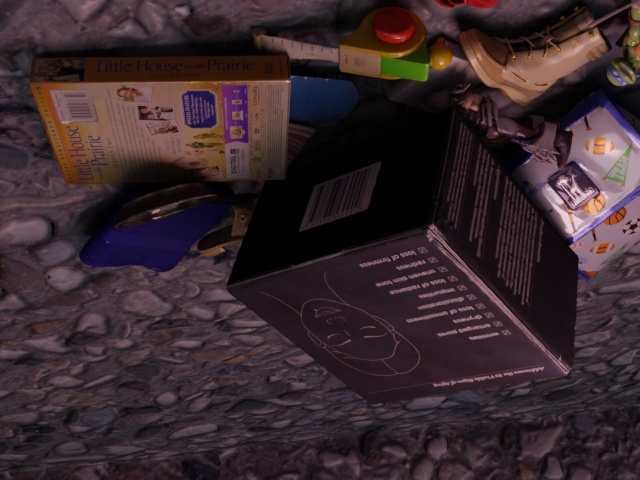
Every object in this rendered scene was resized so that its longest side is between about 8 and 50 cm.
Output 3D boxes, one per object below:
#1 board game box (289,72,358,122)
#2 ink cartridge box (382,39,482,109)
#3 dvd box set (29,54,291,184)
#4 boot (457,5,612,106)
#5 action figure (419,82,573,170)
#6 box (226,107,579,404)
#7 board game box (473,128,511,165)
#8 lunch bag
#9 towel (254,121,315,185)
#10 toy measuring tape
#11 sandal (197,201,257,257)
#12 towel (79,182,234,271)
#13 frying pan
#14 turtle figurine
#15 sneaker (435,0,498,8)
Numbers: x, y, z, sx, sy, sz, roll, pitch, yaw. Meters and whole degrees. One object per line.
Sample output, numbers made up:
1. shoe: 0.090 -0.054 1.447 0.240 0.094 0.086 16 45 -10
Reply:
1. board game box: -0.017 -0.268 1.575 0.169 0.033 0.133 3 153 -13
2. ink cartridge box: 0.221 -0.302 1.601 0.145 0.045 0.179 -33 162 33
3. dvd box set: -0.266 -0.205 1.529 0.421 0.062 0.307 -2 151 -4
4. boot: 0.376 -0.340 1.504 0.203 0.095 0.262 -29 149 31
5. action figure: 0.316 -0.214 1.590 0.285 0.099 0.185 15 -176 -10
6. box: 0.170 0.062 1.674 0.480 0.297 0.472 -17 132 38
7. board game box: 0.310 -0.175 1.819 0.170 0.048 0.141 -12 149 0
8. lunch bag: 0.558 -0.116 1.806 0.328 0.239 0.385 -40 135 25
9. towel: -0.113 -0.173 1.708 0.144 0.029 0.197 7 146 -29
10. toy measuring tape: 0.058 -0.340 1.438 0.330 0.121 0.121 11 151 8
11. sandal: -0.176 -0.044 1.859 0.240 0.088 0.079 -25 126 16
12. towel: -0.349 -0.038 1.832 0.228 0.076 0.308 6 146 -40
13. frying pan: -0.234 -0.081 1.635 0.326 0.053 0.197 -18 179 -27
14. turtle figurine: 0.601 -0.344 1.408 0.266 0.198 0.275 -45 166 12
15. sneaker: 0.215 -0.388 1.341 0.221 0.128 0.087 18 140 -39
